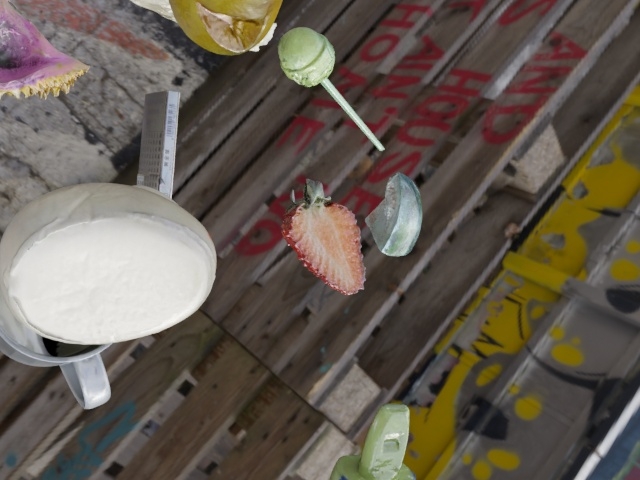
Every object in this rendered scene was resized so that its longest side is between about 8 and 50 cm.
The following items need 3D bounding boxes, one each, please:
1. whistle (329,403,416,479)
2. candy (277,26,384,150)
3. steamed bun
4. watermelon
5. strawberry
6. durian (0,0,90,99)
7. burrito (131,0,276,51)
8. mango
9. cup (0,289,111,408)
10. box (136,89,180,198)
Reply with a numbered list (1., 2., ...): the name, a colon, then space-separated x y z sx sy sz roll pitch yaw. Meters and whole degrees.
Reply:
1. whistle: 0.054 0.277 0.712 0.105 0.085 0.227 7 106 -27
2. candy: 0.035 -0.249 1.193 0.335 0.093 0.092 42 41 -49
3. steamed bun: -0.232 0.018 0.745 0.228 0.130 0.177 0 119 -27
4. watermelon: 0.071 -0.028 0.684 0.085 0.061 0.085 1 89 -61
5. strawberry: 0.000 0.000 1.579 0.188 0.106 0.286 -24 91 -31
6. durian: -0.534 -0.310 1.065 0.186 0.154 0.260 -35 90 -38
7. burrito: -0.294 -0.547 1.590 0.392 0.076 0.117 14 140 -32
8. mango: -0.117 -0.343 0.881 0.130 0.262 0.167 -26 92 -28
9. cup: -0.462 0.143 1.208 0.237 0.327 0.322 -20 88 -29
10. box: -0.472 -0.265 1.947 0.047 0.180 0.324 3 95 -35
